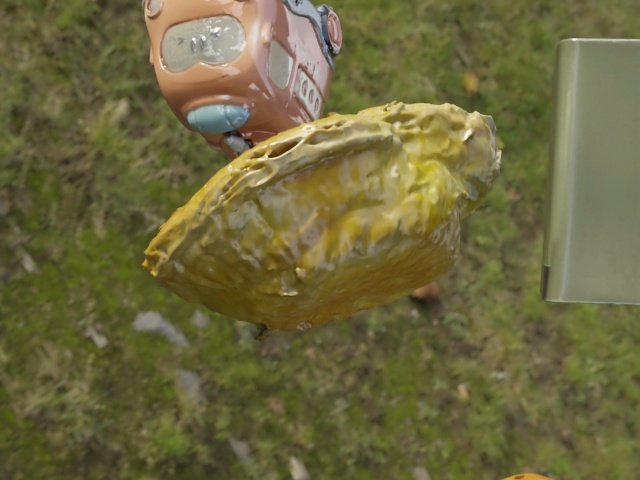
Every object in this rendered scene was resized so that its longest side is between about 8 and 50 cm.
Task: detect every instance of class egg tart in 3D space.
[{"bbox_3d":[0.000,0.000,1.414,0.351,0.339,0.153,0,62,-49],"label":"egg tart"}]

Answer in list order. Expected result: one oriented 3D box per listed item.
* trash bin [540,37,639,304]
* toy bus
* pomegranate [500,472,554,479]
[{"bbox_3d":[0.292,-0.061,1.324,0.122,0.164,0.240,-20,112,-83],"label":"trash bin"},{"bbox_3d":[-0.101,-0.216,1.795,0.287,0.194,0.232,43,47,-59],"label":"toy bus"},{"bbox_3d":[0.273,0.398,1.854,0.191,0.191,0.191,33,40,-33],"label":"pomegranate"}]
